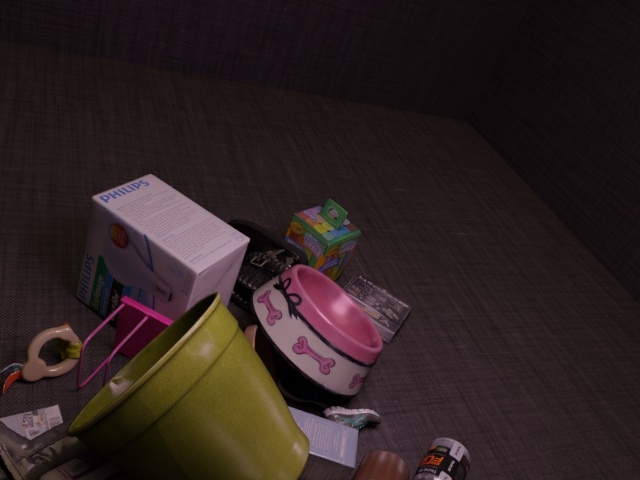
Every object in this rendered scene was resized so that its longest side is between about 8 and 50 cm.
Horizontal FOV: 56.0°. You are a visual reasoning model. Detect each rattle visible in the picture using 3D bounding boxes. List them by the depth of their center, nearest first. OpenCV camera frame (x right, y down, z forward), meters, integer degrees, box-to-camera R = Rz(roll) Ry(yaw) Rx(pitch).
[{"bbox_3d":[-0.697,0.275,1.471,0.200,0.130,0.143,-36,50,-22],"label":"rattle"}]

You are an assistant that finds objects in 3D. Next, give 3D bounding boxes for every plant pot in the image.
[{"bbox_3d":[-0.217,0.352,1.162,0.353,0.366,0.366,49,34,-8],"label":"plant pot"},{"bbox_3d":[0.136,0.602,1.436,0.167,0.167,0.165,28,26,8],"label":"plant pot"},{"bbox_3d":[-0.192,0.343,1.568,0.110,0.237,0.237,-11,37,6],"label":"plant pot"}]

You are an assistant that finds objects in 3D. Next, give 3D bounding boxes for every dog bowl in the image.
[{"bbox_3d":[0.005,0.233,1.683,0.408,0.150,0.408,40,12,-10],"label":"dog bowl"}]

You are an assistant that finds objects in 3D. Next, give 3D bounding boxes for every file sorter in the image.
[{"bbox_3d":[-0.414,0.317,1.460,0.291,0.202,0.182,27,38,5],"label":"file sorter"}]

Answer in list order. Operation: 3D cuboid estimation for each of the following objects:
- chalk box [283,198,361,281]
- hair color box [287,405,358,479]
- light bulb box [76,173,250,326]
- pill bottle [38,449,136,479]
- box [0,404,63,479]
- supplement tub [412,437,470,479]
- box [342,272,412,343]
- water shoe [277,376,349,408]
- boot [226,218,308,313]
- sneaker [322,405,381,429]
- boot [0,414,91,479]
[{"bbox_3d":[0.000,0.000,2.038,0.180,0.289,0.179,41,39,25],"label":"chalk box"},{"bbox_3d":[-0.120,0.480,1.415,0.375,0.185,0.113,20,35,-5],"label":"hair color box"},{"bbox_3d":[-0.434,0.076,1.631,0.361,0.357,0.225,32,34,15],"label":"light bulb box"},{"bbox_3d":[-0.406,0.493,1.252,0.302,0.169,0.169,-19,52,-44],"label":"pill bottle"},{"bbox_3d":[-0.648,0.443,1.296,0.186,0.038,0.145,-6,44,-36],"label":"box"},{"bbox_3d":[0.306,0.609,1.545,0.117,0.117,0.190,33,35,14],"label":"supplement tub"},{"bbox_3d":[0.177,0.226,2.039,0.231,0.056,0.183,31,36,12],"label":"box"},{"bbox_3d":[-0.016,0.406,1.666,0.203,0.080,0.073,19,34,-6],"label":"water shoe"},{"bbox_3d":[-0.241,0.076,1.944,0.348,0.131,0.260,23,46,26],"label":"boot"},{"bbox_3d":[0.086,0.498,1.634,0.167,0.065,0.076,8,53,-15],"label":"sneaker"},{"bbox_3d":[-0.576,0.411,1.281,0.208,0.076,0.189,-29,74,-40],"label":"boot"}]
